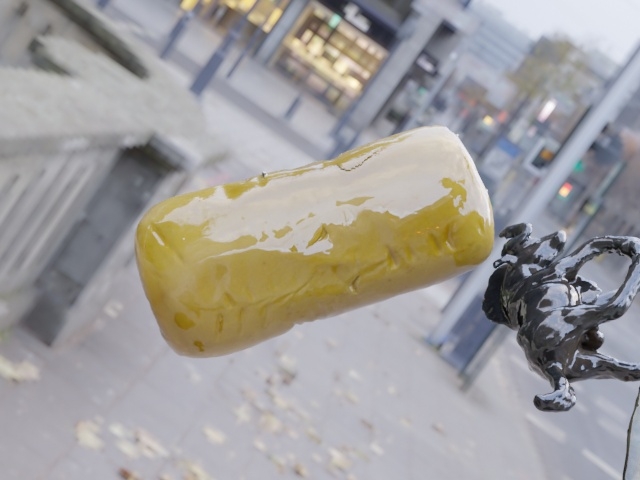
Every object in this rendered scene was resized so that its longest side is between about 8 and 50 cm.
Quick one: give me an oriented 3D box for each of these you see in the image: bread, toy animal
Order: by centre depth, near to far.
[{"bbox_3d":[0.207,0.064,1.234,0.232,0.148,0.084,-93,160,-55],"label":"toy animal"},{"bbox_3d":[0.000,0.000,1.263,0.091,0.305,0.142,-134,-153,-72],"label":"bread"}]

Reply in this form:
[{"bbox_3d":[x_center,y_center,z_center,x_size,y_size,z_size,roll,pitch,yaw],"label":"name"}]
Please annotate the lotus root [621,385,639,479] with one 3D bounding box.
[{"bbox_3d":[0.312,0.120,0.873,0.210,0.314,0.142,29,-32,47],"label":"lotus root"}]
